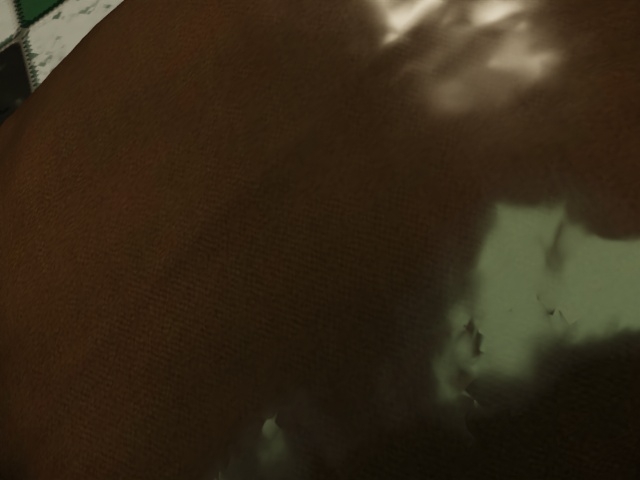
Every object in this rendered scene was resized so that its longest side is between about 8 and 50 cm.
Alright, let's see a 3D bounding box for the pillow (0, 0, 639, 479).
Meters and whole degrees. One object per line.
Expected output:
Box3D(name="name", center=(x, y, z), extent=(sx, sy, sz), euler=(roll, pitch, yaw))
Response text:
Box3D(name="pillow", center=(0.000, 0.000, 0.579), extent=(0.305, 0.108, 0.308), euler=(-36, 46, 19))
